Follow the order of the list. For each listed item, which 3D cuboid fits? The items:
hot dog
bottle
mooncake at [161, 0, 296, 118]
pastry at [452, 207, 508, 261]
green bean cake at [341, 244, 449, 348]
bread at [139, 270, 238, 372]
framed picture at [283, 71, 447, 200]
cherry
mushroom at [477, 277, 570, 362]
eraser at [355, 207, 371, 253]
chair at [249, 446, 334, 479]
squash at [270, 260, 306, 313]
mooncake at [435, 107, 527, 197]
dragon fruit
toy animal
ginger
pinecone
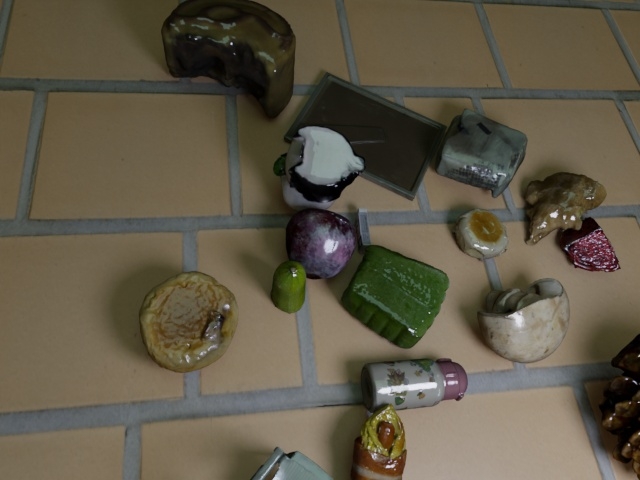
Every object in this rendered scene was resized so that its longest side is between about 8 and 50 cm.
[{"bbox_3d":[0.131,0.494,1.225,0.123,0.093,0.262,10,83,-16],"label":"hot dog"},{"bbox_3d":[0.232,0.347,1.354,0.253,0.120,0.121,-3,62,-13],"label":"bottle"},{"bbox_3d":[-0.275,-0.571,1.708,0.393,0.246,0.393,-14,58,-20],"label":"mooncake"},{"bbox_3d":[0.468,-0.019,1.614,0.165,0.088,0.166,5,63,-10],"label":"pastry"},{"bbox_3d":[0.192,0.137,1.461,0.248,0.125,0.222,32,59,6],"label":"green bean cake"},{"bbox_3d":[-0.312,0.198,1.335,0.244,0.134,0.245,5,63,-9],"label":"bread"},{"bbox_3d":[0.149,-0.340,1.770,0.446,0.028,0.326,26,61,5],"label":"framed picture"},{"bbox_3d":[-0.001,0.010,1.468,0.195,0.195,0.195,4,61,-7],"label":"cherry"},{"bbox_3d":[0.529,0.221,1.456,0.253,0.195,0.189,-18,99,-22],"label":"mushroom"},{"bbox_3d":[0.120,-0.028,1.577,0.029,0.052,0.122,1,62,-10],"label":"eraser"},{"bbox_3d":[-0.052,0.539,1.110,0.203,0.275,0.190,37,62,14],"label":"chair"},{"bbox_3d":[-0.077,0.103,1.395,0.095,0.188,0.095,3,60,-5],"label":"squash"},{"bbox_3d":[0.495,-0.264,1.724,0.254,0.136,0.250,26,58,11],"label":"mooncake"},{"bbox_3d":[0.800,0.027,1.658,0.161,0.120,0.127,56,21,-6],"label":"dragon fruit"},{"bbox_3d":[-0.024,-0.188,1.514,0.212,0.266,0.213,5,75,-19],"label":"toy animal"},{"bbox_3d":[0.705,-0.102,1.680,0.270,0.123,0.219,-36,49,-15],"label":"ginger"},{"bbox_3d":[0.874,0.387,1.305,0.397,0.398,0.398,4,61,-7],"label":"pinecone"}]
